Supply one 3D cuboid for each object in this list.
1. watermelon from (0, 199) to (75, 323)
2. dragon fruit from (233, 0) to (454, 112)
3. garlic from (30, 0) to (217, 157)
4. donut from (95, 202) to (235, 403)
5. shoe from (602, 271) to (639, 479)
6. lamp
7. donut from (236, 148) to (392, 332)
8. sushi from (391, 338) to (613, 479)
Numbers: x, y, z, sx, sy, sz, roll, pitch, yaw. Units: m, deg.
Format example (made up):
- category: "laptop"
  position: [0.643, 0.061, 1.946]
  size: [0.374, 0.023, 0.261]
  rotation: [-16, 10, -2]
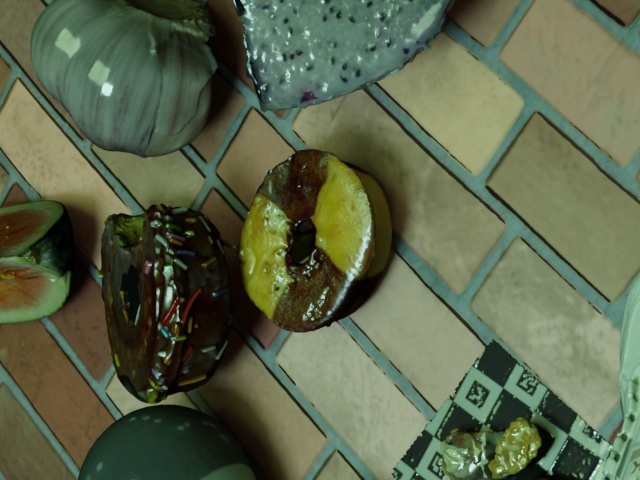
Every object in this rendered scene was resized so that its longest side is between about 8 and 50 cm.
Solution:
- category: "watermelon"
  position: [-0.380, 0.045, 1.749]
  size: [0.304, 0.159, 0.128]
  rotation: [-9, 112, 36]
- category: "dragon fruit"
  position: [0.014, -0.284, 1.400]
  size: [0.221, 0.204, 0.282]
  rotation: [-12, 108, 8]
- category: "garlic"
  position: [-0.208, -0.198, 1.626]
  size: [0.257, 0.207, 0.207]
  rotation: [-174, 88, -74]
- category: "donut"
  position: [-0.158, 0.062, 1.544]
  size: [0.230, 0.096, 0.216]
  rotation: [-29, 68, 61]
- category: "shoe"
  position: [0.286, 0.166, 1.180]
  size: [0.124, 0.159, 0.316]
  rotation: [-21, 78, 38]
- category: "lamp"
  position: [-0.101, 0.284, 1.496]
  size: [0.314, 0.182, 0.181]
  rotation: [23, 103, 19]
- category: "donut"
  position: [0.000, 0.000, 1.471]
  size: [0.166, 0.073, 0.184]
  rotation: [29, 107, 36]
- category: "sushi"
  position: [0.165, 0.221, 1.340]
  size: [0.210, 0.040, 0.192]
  rotation: [46, 112, 31]
